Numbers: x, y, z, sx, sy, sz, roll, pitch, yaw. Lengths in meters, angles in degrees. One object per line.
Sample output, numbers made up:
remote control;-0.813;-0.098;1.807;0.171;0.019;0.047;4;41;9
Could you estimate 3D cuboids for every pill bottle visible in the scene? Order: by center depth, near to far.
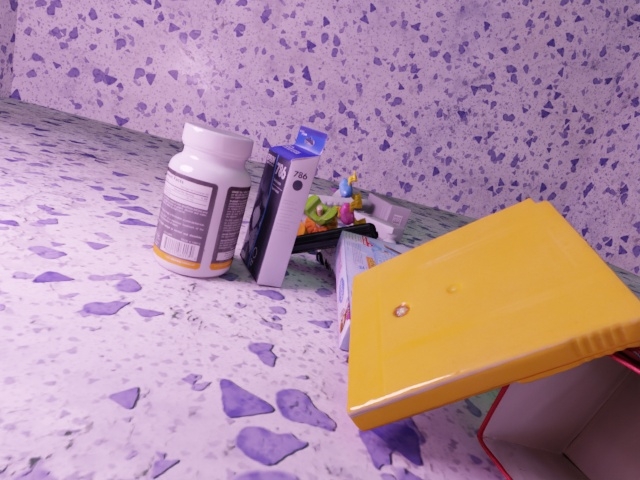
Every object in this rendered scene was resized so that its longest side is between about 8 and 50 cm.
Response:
pill bottle;-0.229;-0.080;0.834;0.162;0.278;0.162;16;14;-4
pill bottle;0.211;0.021;1.317;0.043;0.083;0.043;15;14;-4

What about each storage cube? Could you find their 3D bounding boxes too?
storage cube;0.334;0.223;0.460;0.193;0.215;0.183;18;12;-18

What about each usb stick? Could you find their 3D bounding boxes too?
usb stick;0.000;0.000;1.011;0.278;0.045;0.077;-9;-4;15

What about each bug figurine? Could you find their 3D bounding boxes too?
bug figurine;0.092;-0.038;1.137;0.072;0.279;0.216;-12;21;7

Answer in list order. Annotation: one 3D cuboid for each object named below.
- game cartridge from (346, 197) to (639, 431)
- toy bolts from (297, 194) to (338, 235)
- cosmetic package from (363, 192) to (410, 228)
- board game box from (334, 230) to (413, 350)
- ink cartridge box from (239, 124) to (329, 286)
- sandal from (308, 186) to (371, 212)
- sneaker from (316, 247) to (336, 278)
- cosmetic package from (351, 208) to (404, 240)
game cartridge;0.188;0.080;0.556;0.053;0.323;0.285;57;21;-23
toy bolts;-0.084;-0.045;1.255;0.228;0.158;0.218;33;61;23
cosmetic package;0.281;-0.117;1.826;0.107;0.127;0.238;11;17;-18
board game box;0.190;0.117;0.836;0.318;0.066;0.319;14;29;-7
ink cartridge box;-0.088;-0.084;0.893;0.065;0.333;0.165;12;14;-27
sandal;0.059;-0.176;1.730;0.416;0.102;0.169;0;-10;-44
sneaker;0.037;0.056;1.044;0.086;0.085;0.237;-17;24;0
cosmetic package;0.210;-0.065;1.683;0.239;0.060;0.099;26;18;34
